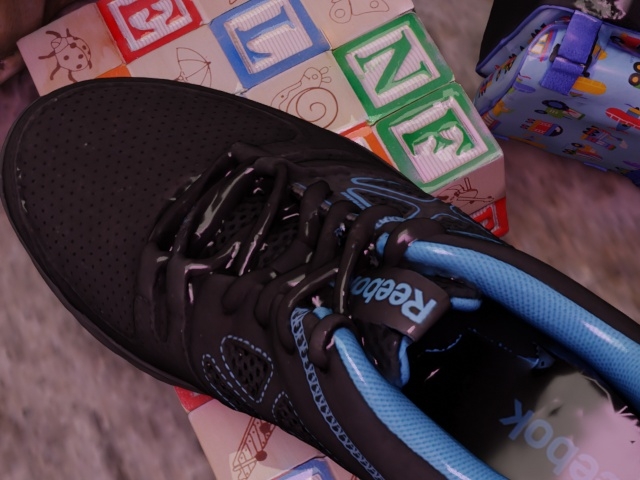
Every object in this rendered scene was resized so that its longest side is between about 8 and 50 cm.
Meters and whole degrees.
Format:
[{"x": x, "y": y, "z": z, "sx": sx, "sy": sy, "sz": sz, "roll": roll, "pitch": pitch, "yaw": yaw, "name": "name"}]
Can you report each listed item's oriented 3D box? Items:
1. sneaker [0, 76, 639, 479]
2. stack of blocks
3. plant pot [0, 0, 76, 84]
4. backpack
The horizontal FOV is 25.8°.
[{"x": 0.013, "y": 0.016, "z": 0.498, "sx": 0.340, "sy": 0.140, "sz": 0.125, "roll": 29, "pitch": 75, "yaw": 22, "name": "sneaker"}, {"x": 0.000, "y": 0.000, "z": 0.635, "sx": 0.171, "sy": 0.087, "sz": 0.297, "roll": -27, "pitch": 64, "yaw": -3, "name": "stack of blocks"}, {"x": -0.219, "y": -0.240, "z": 0.642, "sx": 0.305, "sy": 0.334, "sz": 0.334, "roll": 41, "pitch": 77, "yaw": -1, "name": "plant pot"}, {"x": 0.167, "y": -0.084, "z": 0.613, "sx": 0.173, "sy": 0.158, "sz": 0.117, "roll": 19, "pitch": 83, "yaw": -7, "name": "backpack"}]
